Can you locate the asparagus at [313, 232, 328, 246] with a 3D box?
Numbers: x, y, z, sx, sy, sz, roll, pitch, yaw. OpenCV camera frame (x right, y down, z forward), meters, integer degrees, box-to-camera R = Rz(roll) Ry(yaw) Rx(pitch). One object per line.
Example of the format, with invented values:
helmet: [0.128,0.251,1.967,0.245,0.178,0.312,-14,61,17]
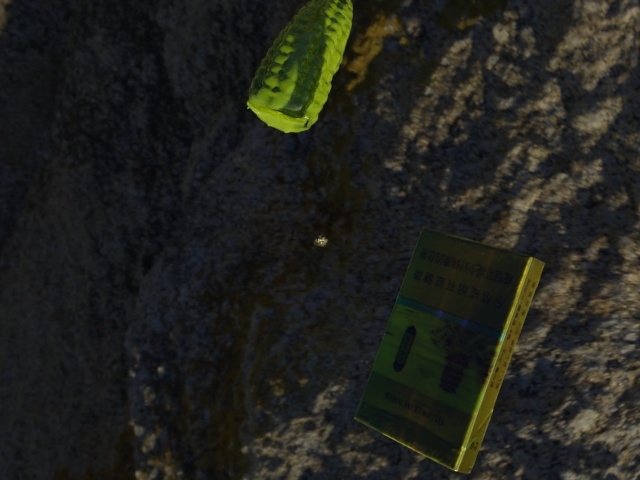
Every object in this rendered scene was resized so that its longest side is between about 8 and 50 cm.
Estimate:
asparagus: [0.000,0.000,1.014,0.018,0.127,0.015,-1,89,-2]

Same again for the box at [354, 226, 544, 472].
box: [0.112,0.093,0.724,0.121,0.030,0.193,18,88,44]

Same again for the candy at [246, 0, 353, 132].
candy: [-0.015,-0.235,1.017,0.096,0.097,0.210,12,65,31]
